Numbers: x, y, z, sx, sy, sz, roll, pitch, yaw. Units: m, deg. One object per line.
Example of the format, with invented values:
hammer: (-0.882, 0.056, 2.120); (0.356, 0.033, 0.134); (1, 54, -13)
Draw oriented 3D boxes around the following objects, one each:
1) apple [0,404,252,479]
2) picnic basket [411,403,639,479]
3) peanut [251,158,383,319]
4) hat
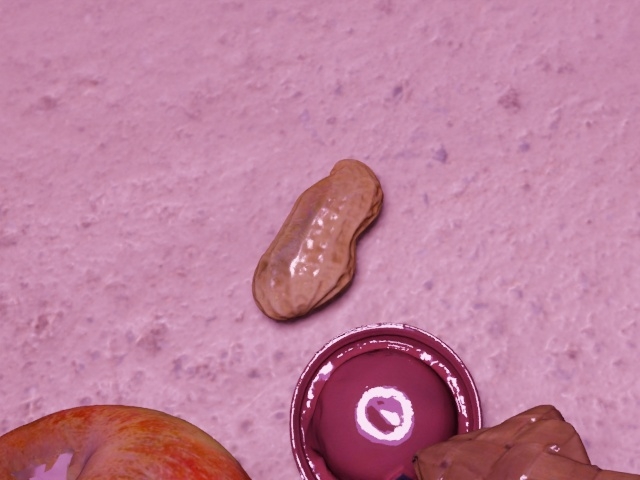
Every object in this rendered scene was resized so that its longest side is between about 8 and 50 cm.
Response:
apple: (-0.196, 0.316, 1.153); (0.349, 0.276, 0.348); (-16, 23, 7)
picnic basket: (0.271, 0.285, 1.095); (0.337, 0.293, 0.337); (-9, 45, 9)
peanut: (0.000, 0.000, 1.363); (0.093, 0.083, 0.194); (28, 76, 32)
hat: (0.061, 0.176, 1.284); (0.206, 0.089, 0.205); (-3, 70, 8)
